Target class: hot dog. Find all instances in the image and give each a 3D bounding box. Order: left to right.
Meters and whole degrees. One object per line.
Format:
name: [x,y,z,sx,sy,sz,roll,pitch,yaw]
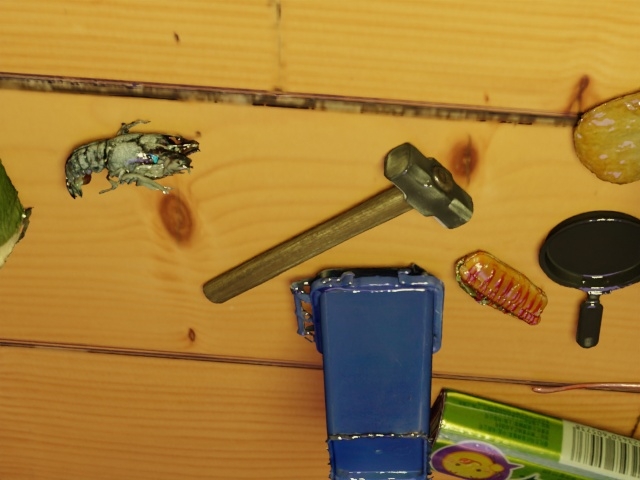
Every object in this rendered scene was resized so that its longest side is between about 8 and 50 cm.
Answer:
hot dog: [0.216,0.060,1.361,0.144,0.038,0.062,33,133,-31]

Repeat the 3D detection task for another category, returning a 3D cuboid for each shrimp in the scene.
shrimp: [-0.208,-0.079,1.205,0.174,0.082,0.076,-9,144,27]

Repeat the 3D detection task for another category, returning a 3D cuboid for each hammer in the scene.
hammer: [0.000,0.000,1.317,0.365,0.043,0.111,-26,133,36]

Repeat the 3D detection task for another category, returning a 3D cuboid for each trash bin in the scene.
trash bin: [0.056,0.156,1.338,0.184,0.234,0.162,-2,141,4]

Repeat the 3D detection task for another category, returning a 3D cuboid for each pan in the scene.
pan: [0.320,0.046,1.340,0.136,0.028,0.235,1,138,6]

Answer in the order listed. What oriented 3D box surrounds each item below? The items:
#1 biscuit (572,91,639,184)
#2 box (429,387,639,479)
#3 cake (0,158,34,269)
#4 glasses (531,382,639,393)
biscuit: [0.370,-0.123,1.127,0.247,0.029,0.118,-19,133,26]
box: [0.315,0.305,1.582,0.346,0.097,0.134,16,140,-3]
cake: [-0.436,-0.062,1.181,0.158,0.172,0.283,-6,138,10]
glasses: [0.404,0.295,1.509,0.268,0.234,0.118,7,168,16]
